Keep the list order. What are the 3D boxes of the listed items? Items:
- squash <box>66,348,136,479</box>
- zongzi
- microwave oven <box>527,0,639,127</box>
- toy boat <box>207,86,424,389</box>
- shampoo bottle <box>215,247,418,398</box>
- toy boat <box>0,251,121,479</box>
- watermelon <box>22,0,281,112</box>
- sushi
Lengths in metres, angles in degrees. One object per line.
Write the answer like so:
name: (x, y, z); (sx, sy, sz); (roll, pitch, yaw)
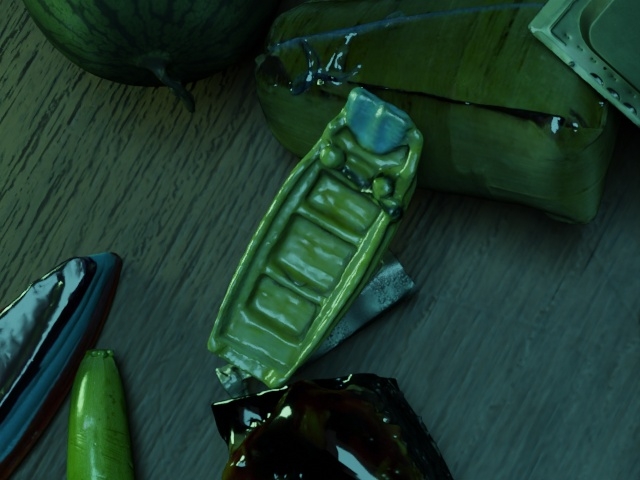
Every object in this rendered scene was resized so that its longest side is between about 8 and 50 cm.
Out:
squash: (-0.208, 0.199, 1.406); (0.066, 0.066, 0.201); (-5, 73, 6)
zongzi: (0.143, -0.219, 1.433); (0.356, 0.174, 0.393); (12, 60, 21)
microwave oven: (0.444, -0.191, 1.241); (0.394, 0.247, 0.333); (41, 53, 3)
toy boat: (0.002, -0.002, 1.333); (0.111, 0.084, 0.276); (31, 101, 11)
shampoo bottle: (-0.005, 0.085, 1.412); (0.207, 0.057, 0.063); (-34, 91, 2)
toy boat: (-0.333, 0.157, 1.434); (0.136, 0.079, 0.392); (39, 86, 14)
watermelon: (-0.165, -0.300, 1.420); (0.278, 0.279, 0.359); (-10, 68, 5)
sushi: (0.026, 0.233, 1.284); (0.215, 0.212, 0.227); (-12, 79, 8)
